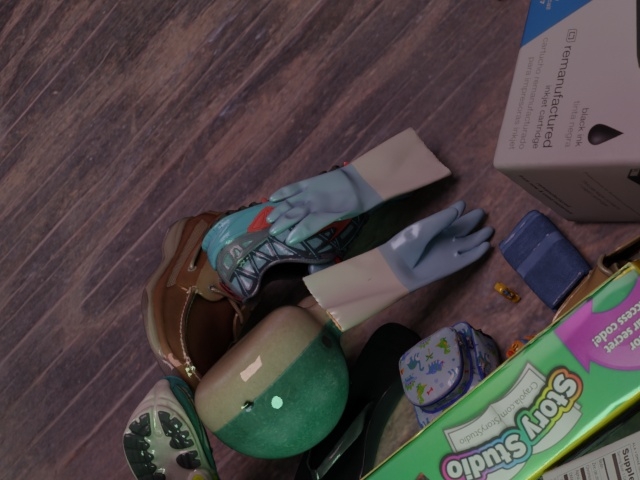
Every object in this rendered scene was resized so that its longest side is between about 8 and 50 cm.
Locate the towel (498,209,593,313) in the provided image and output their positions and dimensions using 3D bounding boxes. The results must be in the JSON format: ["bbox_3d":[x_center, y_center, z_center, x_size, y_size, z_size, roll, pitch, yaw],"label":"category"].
[{"bbox_3d":[0.245,0.023,1.939,0.067,0.029,0.119,-48,44,12],"label":"towel"}]

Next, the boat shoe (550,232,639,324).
[{"bbox_3d":[0.303,0.037,1.846,0.190,0.072,0.068,-43,46,17],"label":"boat shoe"}]

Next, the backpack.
[{"bbox_3d":[0.141,0.156,1.925,0.105,0.084,0.114,-35,52,27],"label":"backpack"}]

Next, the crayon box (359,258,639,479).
[{"bbox_3d":[0.216,0.155,1.687,0.363,0.313,0.106,-42,77,18],"label":"crayon box"}]

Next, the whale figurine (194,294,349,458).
[{"bbox_3d":[-0.030,0.151,2.024,0.216,0.141,0.272,-43,1,20],"label":"whale figurine"}]

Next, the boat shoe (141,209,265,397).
[{"bbox_3d":[-0.133,0.060,2.155,0.116,0.123,0.324,-24,33,18],"label":"boat shoe"}]

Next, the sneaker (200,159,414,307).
[{"bbox_3d":[0.000,0.000,2.101,0.262,0.104,0.125,-23,71,-2],"label":"sneaker"}]

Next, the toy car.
[{"bbox_3d":[0.201,0.101,1.929,0.060,0.040,0.122,-44,46,16],"label":"toy car"}]

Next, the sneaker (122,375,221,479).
[{"bbox_3d":[-0.144,0.279,2.037,0.107,0.275,0.110,-5,27,11],"label":"sneaker"}]

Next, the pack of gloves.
[{"bbox_3d":[0.067,-0.027,2.003,0.232,0.046,0.195,-27,62,-22],"label":"pack of gloves"}]

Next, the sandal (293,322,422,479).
[{"bbox_3d":[0.029,0.206,2.022,0.097,0.054,0.254,18,82,46],"label":"sandal"}]

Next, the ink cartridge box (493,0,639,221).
[{"bbox_3d":[0.401,-0.177,1.801,0.395,0.166,0.285,0,69,42],"label":"ink cartridge box"}]

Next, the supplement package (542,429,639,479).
[{"bbox_3d":[0.338,0.298,1.541,0.145,0.262,0.204,-30,52,28],"label":"supplement package"}]
